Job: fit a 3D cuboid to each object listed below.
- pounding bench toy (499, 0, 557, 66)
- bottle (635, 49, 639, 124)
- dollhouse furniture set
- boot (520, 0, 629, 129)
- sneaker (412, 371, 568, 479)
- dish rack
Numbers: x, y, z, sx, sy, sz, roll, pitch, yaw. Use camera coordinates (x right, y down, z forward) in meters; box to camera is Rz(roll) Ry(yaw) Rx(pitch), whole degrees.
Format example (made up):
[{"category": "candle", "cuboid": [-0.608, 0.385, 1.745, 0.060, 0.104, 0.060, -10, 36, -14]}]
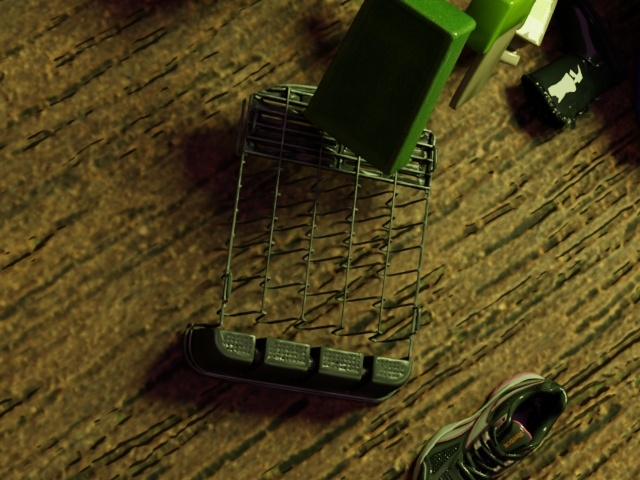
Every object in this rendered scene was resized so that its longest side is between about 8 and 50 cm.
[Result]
[{"category": "pounding bench toy", "cuboid": [0.177, -0.200, 1.430, 0.052, 0.065, 0.083, 27, 75, -15]}, {"category": "bottle", "cuboid": [0.459, -0.152, 1.508, 0.283, 0.092, 0.118, 0, 89, -19]}, {"category": "dollhouse furniture set", "cuboid": [0.016, -0.230, 1.345, 0.301, 0.151, 0.197, 36, 37, 12]}, {"category": "boot", "cuboid": [0.238, -0.176, 1.462, 0.099, 0.045, 0.121, -35, 96, -17]}, {"category": "sneaker", "cuboid": [0.158, 0.184, 1.369, 0.072, 0.077, 0.178, 45, 72, -8]}, {"category": "dish rack", "cuboid": [0.000, 0.000, 1.343, 0.208, 0.074, 0.271, 11, 78, -19]}]
